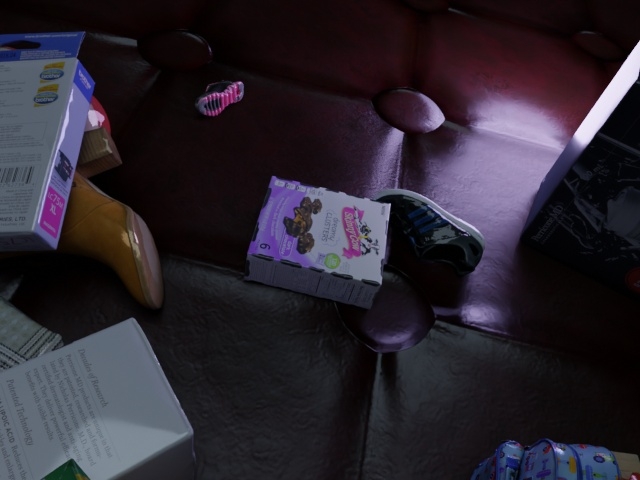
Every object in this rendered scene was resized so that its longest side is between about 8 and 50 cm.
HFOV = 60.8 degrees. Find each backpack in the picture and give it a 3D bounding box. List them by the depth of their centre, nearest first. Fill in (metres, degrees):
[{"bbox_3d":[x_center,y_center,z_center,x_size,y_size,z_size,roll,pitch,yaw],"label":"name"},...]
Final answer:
[{"bbox_3d":[0.241,0.291,0.588,0.116,0.173,0.158,22,51,5],"label":"backpack"}]

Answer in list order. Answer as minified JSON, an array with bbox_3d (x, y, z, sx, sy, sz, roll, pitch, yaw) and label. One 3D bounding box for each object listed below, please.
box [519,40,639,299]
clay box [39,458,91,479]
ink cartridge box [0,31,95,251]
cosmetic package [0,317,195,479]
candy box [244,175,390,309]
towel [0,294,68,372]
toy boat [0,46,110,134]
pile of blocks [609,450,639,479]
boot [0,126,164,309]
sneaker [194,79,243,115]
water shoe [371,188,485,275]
[{"bbox_3d":[0.545,-0.084,0.851,0.312,0.343,0.179,29,52,11],"label":"box"},{"bbox_3d":[-0.212,0.301,0.463,0.127,0.222,0.053,-32,39,-24],"label":"clay box"},{"bbox_3d":[-0.412,-0.136,0.717,0.185,0.065,0.311,-2,68,6],"label":"ink cartridge box"},{"bbox_3d":[-0.243,0.208,0.560,0.183,0.151,0.151,-23,59,-29],"label":"cosmetic package"},{"bbox_3d":[0.000,0.000,0.834,0.196,0.070,0.165,13,50,-2],"label":"candy box"},{"bbox_3d":[-0.519,0.139,0.615,0.324,0.056,0.312,30,52,12],"label":"towel"},{"bbox_3d":[-0.429,-0.205,0.879,0.231,0.151,0.151,31,23,13],"label":"toy boat"},{"bbox_3d":[0.491,0.347,0.640,0.362,0.113,0.149,29,51,10],"label":"pile of blocks"},{"bbox_3d":[-0.355,-0.005,0.755,0.211,0.104,0.295,-23,76,-6],"label":"boot"},{"bbox_3d":[-0.200,-0.274,1.032,0.057,0.047,0.119,30,44,20],"label":"sneaker"},{"bbox_3d":[0.168,-0.016,0.885,0.203,0.073,0.080,25,53,8],"label":"water shoe"}]
